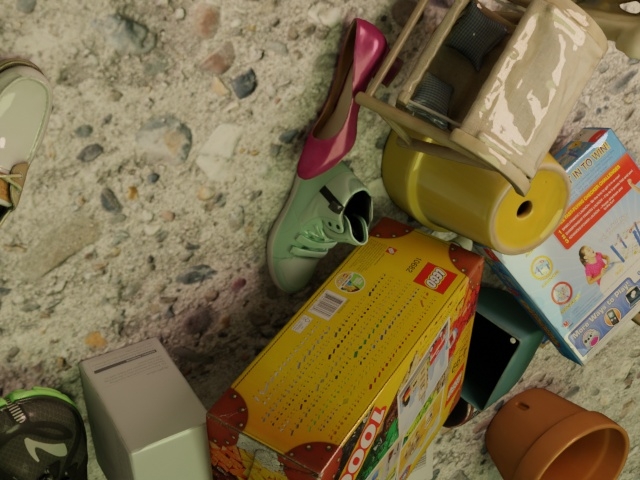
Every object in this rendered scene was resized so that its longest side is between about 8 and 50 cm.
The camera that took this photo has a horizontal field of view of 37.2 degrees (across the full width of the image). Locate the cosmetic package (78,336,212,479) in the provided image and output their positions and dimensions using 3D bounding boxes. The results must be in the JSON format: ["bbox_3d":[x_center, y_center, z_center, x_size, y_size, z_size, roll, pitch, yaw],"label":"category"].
[{"bbox_3d":[-0.261,0.314,1.476,0.138,0.224,0.224,-18,128,-24],"label":"cosmetic package"}]

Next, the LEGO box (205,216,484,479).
[{"bbox_3d":[0.049,0.263,1.509,0.500,0.193,0.372,-47,150,-39],"label":"LEGO box"}]

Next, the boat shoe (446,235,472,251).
[{"bbox_3d":[0.200,0.072,1.680,0.076,0.083,0.226,-34,171,-43],"label":"boat shoe"}]

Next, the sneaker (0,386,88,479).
[{"bbox_3d":[-0.413,0.419,1.458,0.185,0.202,0.482,-21,129,-23],"label":"sneaker"}]

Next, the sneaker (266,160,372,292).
[{"bbox_3d":[0.000,0.000,1.495,0.094,0.151,0.255,-2,121,-35],"label":"sneaker"}]

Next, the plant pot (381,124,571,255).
[{"bbox_3d":[0.266,-0.102,1.548,0.254,0.239,0.254,-17,127,-23],"label":"plant pot"}]

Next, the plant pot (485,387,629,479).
[{"bbox_3d":[0.507,0.465,2.113,0.291,0.203,0.290,-17,128,-23],"label":"plant pot"}]

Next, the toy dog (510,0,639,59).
[{"bbox_3d":[0.452,-0.523,1.371,0.395,0.285,0.407,-35,133,-21],"label":"toy dog"}]

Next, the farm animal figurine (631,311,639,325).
[{"bbox_3d":[0.565,0.014,1.871,0.327,0.172,0.330,-1,101,-16],"label":"farm animal figurine"}]

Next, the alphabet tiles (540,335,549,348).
[{"bbox_3d":[0.503,0.127,2.020,0.198,0.009,0.237,-50,134,3],"label":"alphabet tiles"}]

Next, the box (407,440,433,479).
[{"bbox_3d":[0.118,0.408,1.868,0.182,0.119,0.180,-20,129,-21],"label":"box"}]

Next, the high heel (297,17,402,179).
[{"bbox_3d":[0.021,-0.209,1.416,0.244,0.082,0.117,-50,134,4],"label":"high heel"}]

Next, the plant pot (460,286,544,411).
[{"bbox_3d":[0.334,0.188,1.827,0.234,0.165,0.165,-13,132,-52],"label":"plant pot"}]

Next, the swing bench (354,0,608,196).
[{"bbox_3d":[0.236,-0.238,1.379,0.253,0.255,0.165,-61,144,-4],"label":"swing bench"}]

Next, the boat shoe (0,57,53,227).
[{"bbox_3d":[-0.416,-0.078,1.192,0.113,0.103,0.302,18,108,-41],"label":"boat shoe"}]

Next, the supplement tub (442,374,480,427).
[{"bbox_3d":[0.291,0.300,1.898,0.198,0.106,0.106,-12,129,-57],"label":"supplement tub"}]

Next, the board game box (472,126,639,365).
[{"bbox_3d":[0.473,0.009,1.703,0.308,0.086,0.302,-42,106,-6],"label":"board game box"}]
